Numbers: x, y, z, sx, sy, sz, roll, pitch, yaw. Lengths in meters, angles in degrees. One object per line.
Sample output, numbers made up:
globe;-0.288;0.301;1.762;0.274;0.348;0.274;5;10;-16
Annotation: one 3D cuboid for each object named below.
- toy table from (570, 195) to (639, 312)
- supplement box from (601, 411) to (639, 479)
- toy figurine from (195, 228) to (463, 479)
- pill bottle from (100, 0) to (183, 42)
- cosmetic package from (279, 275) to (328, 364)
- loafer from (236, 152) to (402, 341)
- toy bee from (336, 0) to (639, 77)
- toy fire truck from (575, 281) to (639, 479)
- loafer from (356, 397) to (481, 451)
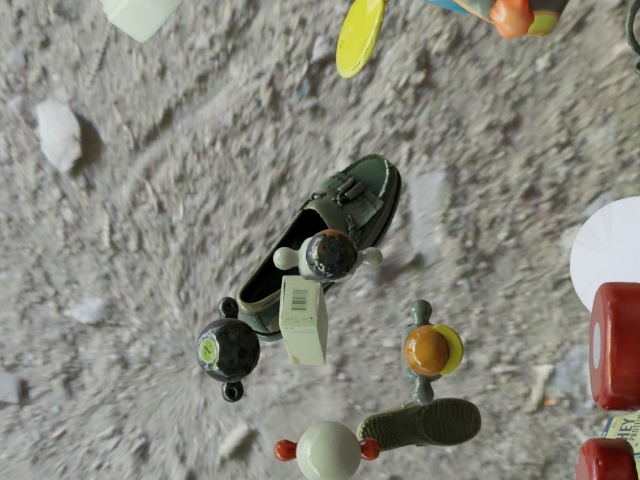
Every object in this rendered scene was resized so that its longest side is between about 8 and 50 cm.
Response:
toy table;0.458;0.058;1.853;0.160;0.274;0.252;25;105;-30
supplement box;0.340;0.222;1.483;0.083;0.083;0.056;44;53;-19
toy figurine;0.007;0.106;1.382;0.209;0.148;0.213;-42;87;-4
pill bottle;-0.202;-0.280;1.055;0.278;0.162;0.162;37;83;-16
cosmetic package;-0.017;0.086;1.552;0.041;0.115;0.060;1;63;6
loafer;0.000;0.000;1.704;0.096;0.084;0.267;32;78;28
toy bee;0.085;-0.173;0.772;0.298;0.162;0.195;7;113;8
toy fire truck;0.285;0.152;1.026;0.169;0.254;0.302;3;100;2
loafer;0.105;0.200;1.598;0.148;0.050;0.056;-2;92;-18
